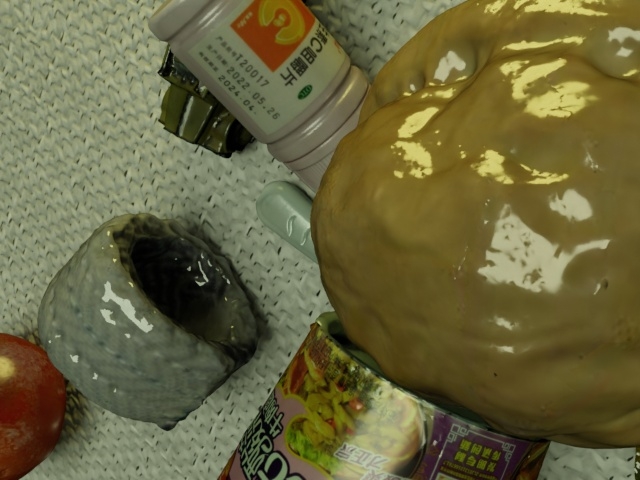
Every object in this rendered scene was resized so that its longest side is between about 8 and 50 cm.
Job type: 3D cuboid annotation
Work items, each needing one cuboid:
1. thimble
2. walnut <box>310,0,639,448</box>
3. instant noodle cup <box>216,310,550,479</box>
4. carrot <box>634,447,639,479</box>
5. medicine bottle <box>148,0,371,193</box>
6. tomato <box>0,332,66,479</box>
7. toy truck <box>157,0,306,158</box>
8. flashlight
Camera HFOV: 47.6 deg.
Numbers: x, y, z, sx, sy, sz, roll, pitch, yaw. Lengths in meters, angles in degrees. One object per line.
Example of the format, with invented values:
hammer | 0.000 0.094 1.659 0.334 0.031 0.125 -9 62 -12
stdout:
thimble | -0.204 0.093 0.886 0.157 0.217 0.245 -43 83 27
walnut | 0.175 -0.013 0.581 0.384 0.384 0.383 4 98 29
instant noodle cup | 0.062 0.242 0.716 0.340 0.340 0.265 29 98 23
carrot | 0.374 0.223 0.659 0.173 0.082 0.082 13 102 29
medicine bottle | -0.044 -0.174 0.749 0.133 0.133 0.249 -30 117 28
tomato | -0.479 0.247 1.073 0.232 0.189 0.231 -5 78 25
toy truck | -0.118 -0.231 0.854 0.127 0.127 0.257 30 112 22
flashlight | 0.000 0.000 0.858 0.200 0.047 0.093 41 113 18
